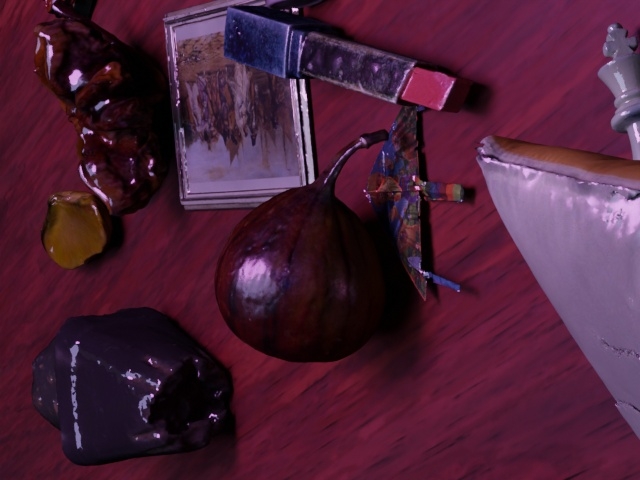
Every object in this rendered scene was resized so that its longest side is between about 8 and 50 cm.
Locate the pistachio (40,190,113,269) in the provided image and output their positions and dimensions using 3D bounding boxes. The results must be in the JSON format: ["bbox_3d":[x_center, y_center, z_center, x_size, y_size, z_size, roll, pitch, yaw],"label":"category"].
[{"bbox_3d":[-0.281,-0.022,1.961,0.090,0.049,0.173,58,146,-4],"label":"pistachio"}]

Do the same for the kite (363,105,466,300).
[{"bbox_3d":[0.078,-0.041,1.403,0.160,0.010,0.183,3,96,62],"label":"kite"}]

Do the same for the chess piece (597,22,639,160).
[{"bbox_3d":[0.216,-0.079,1.129,0.059,0.059,0.149,-43,55,54],"label":"chess piece"}]

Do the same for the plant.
[{"bbox_3d":[-0.205,0.159,1.792,0.256,0.141,0.164,8,103,46],"label":"plant"}]

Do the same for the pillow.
[{"bbox_3d":[0.253,0.067,0.951,0.310,0.119,0.312,11,144,55],"label":"pillow"}]

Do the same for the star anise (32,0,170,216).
[{"bbox_3d":[-0.219,-0.140,1.755,0.190,0.125,0.220,-101,-9,-67],"label":"star anise"}]

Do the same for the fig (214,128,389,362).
[{"bbox_3d":[-0.019,0.021,1.427,0.149,0.148,0.202,-70,-21,-45],"label":"fig"}]

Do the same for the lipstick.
[{"bbox_3d":[0.022,-0.149,1.419,0.312,0.051,0.051,25,112,50],"label":"lipstick"}]

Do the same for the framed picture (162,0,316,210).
[{"bbox_3d":[-0.085,-0.134,1.646,0.274,0.017,0.217,-3,94,59],"label":"framed picture"}]

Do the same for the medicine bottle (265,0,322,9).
[{"bbox_3d":[-0.036,-0.308,1.490,0.057,0.057,0.199,-12,85,59],"label":"medicine bottle"}]

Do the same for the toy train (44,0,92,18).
[{"bbox_3d":[-0.257,-0.339,1.856,0.250,0.053,0.085,-55,43,49],"label":"toy train"}]
